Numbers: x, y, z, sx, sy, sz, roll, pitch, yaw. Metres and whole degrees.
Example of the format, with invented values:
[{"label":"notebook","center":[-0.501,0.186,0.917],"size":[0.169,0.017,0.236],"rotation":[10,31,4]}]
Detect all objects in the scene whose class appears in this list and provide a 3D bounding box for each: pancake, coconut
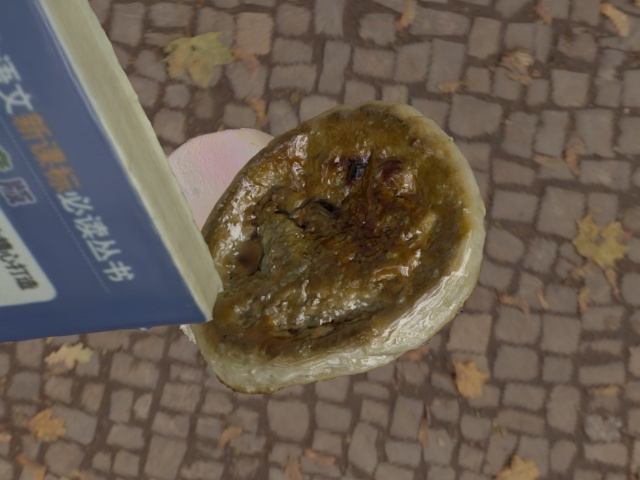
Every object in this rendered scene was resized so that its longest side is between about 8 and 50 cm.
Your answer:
[{"label":"pancake","center":[0.001,0.001,1.232],"size":[0.356,0.356,0.065],"rotation":[-39,134,8]},{"label":"coconut","center":[-0.123,-0.006,1.653],"size":[0.297,0.297,0.309],"rotation":[-45,55,9]}]

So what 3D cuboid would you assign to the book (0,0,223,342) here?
[{"label":"book","center":[-0.292,-0.048,0.564],"size":[0.428,0.039,0.300],"rotation":[-7,132,17]}]
